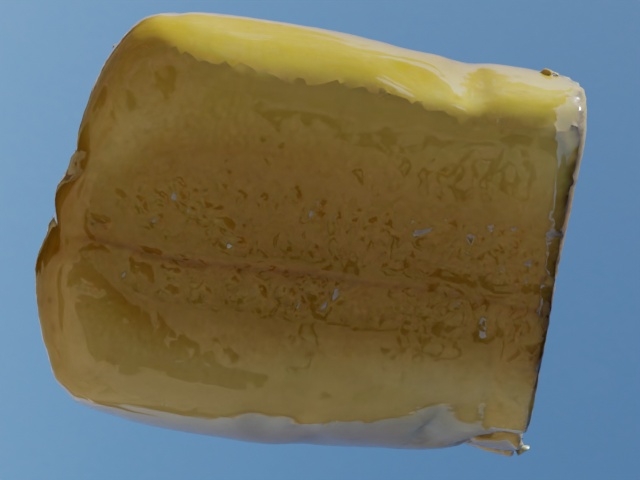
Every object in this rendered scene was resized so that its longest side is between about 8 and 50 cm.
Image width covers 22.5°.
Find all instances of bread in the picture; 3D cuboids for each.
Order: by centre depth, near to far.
[{"bbox_3d":[0.000,-0.001,0.521,0.085,0.173,0.134,-123,-137,-82],"label":"bread"}]
